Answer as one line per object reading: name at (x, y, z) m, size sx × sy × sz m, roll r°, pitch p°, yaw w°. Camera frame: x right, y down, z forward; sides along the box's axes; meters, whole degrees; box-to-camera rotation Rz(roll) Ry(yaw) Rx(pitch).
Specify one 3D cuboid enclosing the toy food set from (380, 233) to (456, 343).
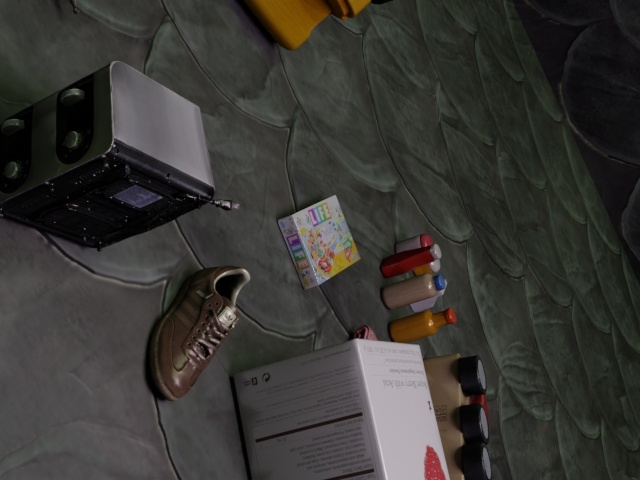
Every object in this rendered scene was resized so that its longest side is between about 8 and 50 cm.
toy food set at (0.171, 0.059, 1.718) m, size 0.111 × 0.104 × 0.232 m, roll 62°, pitch 28°, yaw -17°

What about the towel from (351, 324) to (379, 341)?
towel at (0.121, 0.311, 1.537) m, size 0.329 × 0.037 × 0.237 m, roll 55°, pitch 30°, yaw -30°

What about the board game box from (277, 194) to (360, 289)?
board game box at (0.000, 0.000, 1.524) m, size 0.154 × 0.026 × 0.104 m, roll -29°, pitch 99°, yaw -63°

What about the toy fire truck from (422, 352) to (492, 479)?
toy fire truck at (0.223, 0.309, 1.553) m, size 0.246 × 0.158 × 0.217 m, roll 62°, pitch 24°, yaw -45°

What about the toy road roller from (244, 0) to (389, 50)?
toy road roller at (-0.032, -0.431, 1.620) m, size 0.202 × 0.240 × 0.329 m, roll 50°, pitch -4°, yaw -34°

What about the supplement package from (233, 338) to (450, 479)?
supplement package at (0.039, 0.279, 1.246) m, size 0.177 × 0.175 × 0.293 m, roll 14°, pitch 61°, yaw -60°

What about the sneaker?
sneaker at (-0.129, 0.091, 1.171) m, size 0.066 × 0.071 × 0.188 m, roll 54°, pitch 31°, yaw -30°

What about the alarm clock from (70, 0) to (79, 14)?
alarm clock at (-0.299, -0.351, 1.163) m, size 0.192 × 0.064 × 0.129 m, roll 51°, pitch 33°, yaw -28°

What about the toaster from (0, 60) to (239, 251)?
toaster at (-0.204, -0.073, 1.031) m, size 0.185 × 0.168 × 0.110 m, roll 25°, pitch 50°, yaw -54°
